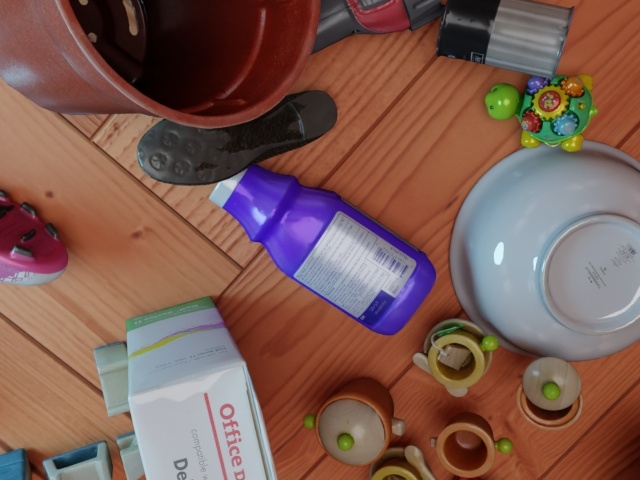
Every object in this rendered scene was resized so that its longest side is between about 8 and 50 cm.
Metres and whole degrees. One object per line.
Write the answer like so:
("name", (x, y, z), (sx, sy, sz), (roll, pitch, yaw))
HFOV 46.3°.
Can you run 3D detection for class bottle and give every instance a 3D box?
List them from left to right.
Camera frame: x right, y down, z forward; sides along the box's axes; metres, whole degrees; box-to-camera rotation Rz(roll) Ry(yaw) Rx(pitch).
("bottle", (0.000, 0.000, 0.911), (0.283, 0.092, 0.118), (33, 101, -8))

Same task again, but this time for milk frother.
("milk frother", (0.214, -0.265, 0.842), (0.134, 0.129, 0.143), (16, 108, 11))

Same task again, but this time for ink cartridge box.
("ink cartridge box", (-0.131, 0.207, 0.808), (0.119, 0.353, 0.207), (-14, 102, -13))

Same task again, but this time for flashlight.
("flashlight", (-0.012, -0.241, 0.865), (0.304, 0.103, 0.103), (-25, 139, 8))

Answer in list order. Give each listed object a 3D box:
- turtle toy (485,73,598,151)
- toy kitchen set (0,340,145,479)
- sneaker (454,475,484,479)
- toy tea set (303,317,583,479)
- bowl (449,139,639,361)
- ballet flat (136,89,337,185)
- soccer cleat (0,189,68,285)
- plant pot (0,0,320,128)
("turtle toy", (0.263, -0.159, 0.892), (0.130, 0.066, 0.095), (9, 89, 27))
("toy kitchen set", (-0.334, 0.233, 0.954), (0.207, 0.122, 0.166), (-14, 102, -20))
("sneaker", (0.155, 0.374, 1.009), (0.221, 0.087, 0.128), (-2, 93, -14))
("toy tea set", (0.145, 0.217, 0.901), (0.336, 0.124, 0.200), (-37, 89, 21))
("bowl", (0.316, 0.029, 0.908), (0.297, 0.134, 0.298), (0, 102, -2))
("ballet flat", (-0.094, -0.120, 0.859), (0.250, 0.058, 0.084), (-23, 101, -27))
("soccer cleat", (-0.467, -0.007, 0.896), (0.331, 0.116, 0.143), (25, 115, -4))
("plant pot", (-0.188, -0.234, 0.717), (0.272, 0.265, 0.272), (-2, 93, -43))
